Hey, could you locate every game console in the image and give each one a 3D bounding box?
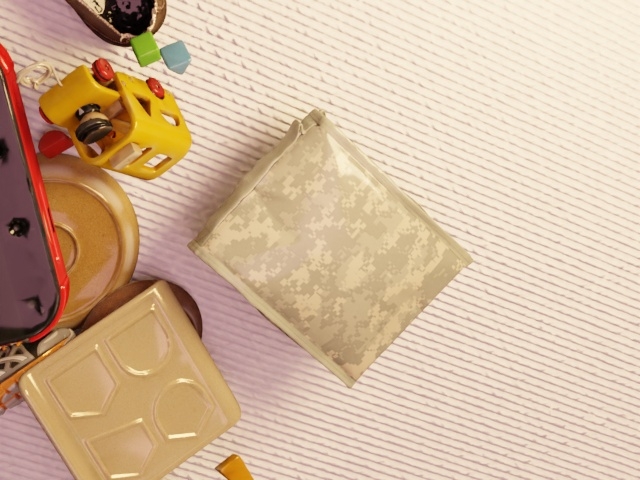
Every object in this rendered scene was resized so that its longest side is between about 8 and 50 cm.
[{"bbox_3d":[-0.489,-0.035,1.822,0.342,0.060,0.386,-13,106,-5],"label":"game console"}]

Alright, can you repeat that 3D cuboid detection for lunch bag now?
[{"bbox_3d":[0.000,0.000,1.957,0.235,0.169,0.287,-47,120,0],"label":"lunch bag"}]

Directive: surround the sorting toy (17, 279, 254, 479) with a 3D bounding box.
[{"bbox_3d":[-0.209,0.232,1.944,0.229,0.041,0.307,-36,109,-23],"label":"sorting toy"}]

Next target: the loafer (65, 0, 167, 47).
[{"bbox_3d":[-0.287,-0.363,1.760,0.134,0.130,0.366,-45,115,-2],"label":"loafer"}]

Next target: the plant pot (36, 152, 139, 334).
[{"bbox_3d":[-0.333,0.010,1.920,0.236,0.032,0.236,-5,108,-17],"label":"plant pot"}]

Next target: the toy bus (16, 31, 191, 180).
[{"bbox_3d":[-0.238,-0.132,1.815,0.202,0.104,0.191,-19,157,-20],"label":"toy bus"}]

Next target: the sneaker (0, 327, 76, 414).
[{"bbox_3d":[-0.395,0.164,1.920,0.215,0.084,0.083,-34,71,-11],"label":"sneaker"}]

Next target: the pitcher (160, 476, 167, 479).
[{"bbox_3d":[-0.261,0.402,2.009,0.178,0.125,0.207,-18,121,-42],"label":"pitcher"}]

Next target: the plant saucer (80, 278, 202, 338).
[{"bbox_3d":[-0.221,0.130,1.982,0.168,0.029,0.168,-12,118,-24],"label":"plant saucer"}]
